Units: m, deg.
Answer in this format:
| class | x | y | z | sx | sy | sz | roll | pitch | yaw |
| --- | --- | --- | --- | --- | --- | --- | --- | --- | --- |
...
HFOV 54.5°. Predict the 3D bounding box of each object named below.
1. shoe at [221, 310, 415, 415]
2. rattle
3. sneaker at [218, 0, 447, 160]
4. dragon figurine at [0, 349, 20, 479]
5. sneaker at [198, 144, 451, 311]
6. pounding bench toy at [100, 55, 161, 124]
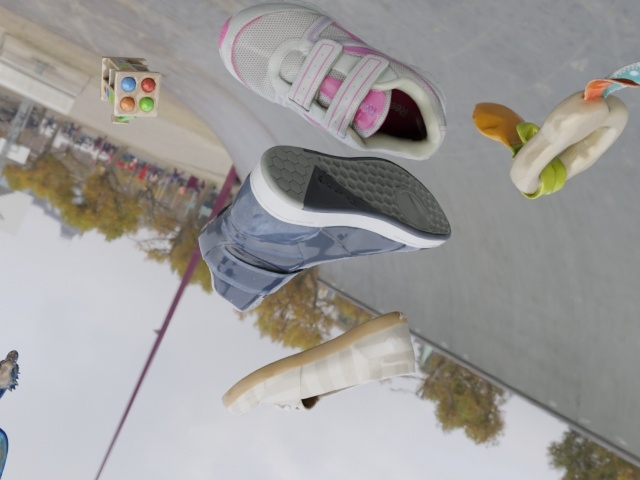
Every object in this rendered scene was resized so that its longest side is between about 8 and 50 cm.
| class | x | y | z | sx | sy | sz | roll | pitch | yaw |
| --- | --- | --- | --- | --- | --- | --- | --- | --- | --- |
| shoe | -0.006 | 0.136 | 0.603 | 0.076 | 0.219 | 0.058 | 5 | -120 | -62 |
| rattle | 0.228 | -0.141 | 0.601 | 0.130 | 0.143 | 0.200 | -14 | 156 | 5 |
| sneaker | 0.025 | -0.152 | 0.600 | 0.252 | 0.103 | 0.111 | 17 | -155 | -16 |
| dragon figurine | -0.433 | 0.264 | 0.741 | 0.085 | 0.290 | 0.144 | 12 | -174 | -1 |
| sneaker | -0.001 | -0.002 | 0.570 | 0.226 | 0.163 | 0.086 | 9 | -129 | -38 |
| pounding bench toy | -0.224 | -0.165 | 0.731 | 0.052 | 0.083 | 0.065 | -8 | -145 | -33 |
